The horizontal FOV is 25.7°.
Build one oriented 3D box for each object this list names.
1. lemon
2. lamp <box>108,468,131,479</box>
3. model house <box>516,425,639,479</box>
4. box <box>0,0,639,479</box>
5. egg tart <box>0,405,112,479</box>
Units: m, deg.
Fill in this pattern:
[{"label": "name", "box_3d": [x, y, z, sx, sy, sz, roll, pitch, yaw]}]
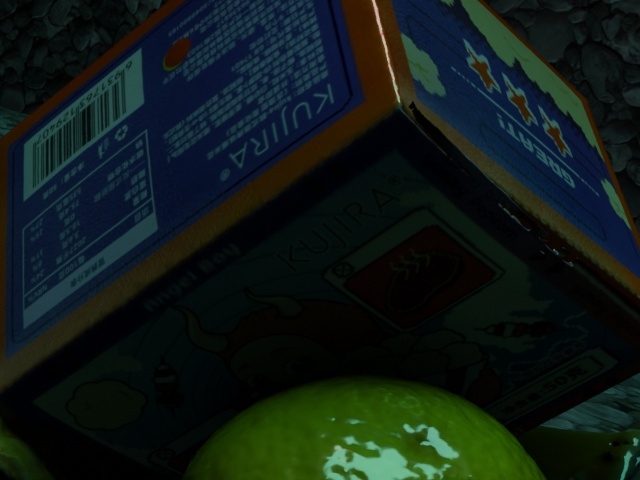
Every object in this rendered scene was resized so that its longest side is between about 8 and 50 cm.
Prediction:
[{"label": "lemon", "box_3d": [0.030, 0.192, 0.837, 0.253, 0.228, 0.228, -13, 23, -34]}, {"label": "lamp", "box_3d": [-0.119, 0.154, 1.184, 0.182, 0.140, 0.182, 14, 28, -8]}, {"label": "model house", "box_3d": [0.162, 0.233, 1.091, 0.239, 0.173, 0.268, 4, -28, 34]}, {"label": "box", "box_3d": [0.000, 0.000, 0.977, 0.318, 0.349, 0.257, 37, 30, -38]}, {"label": "egg tart", "box_3d": [-0.252, 0.136, 0.992, 0.297, 0.132, 0.297, 51, 5, -6]}]
